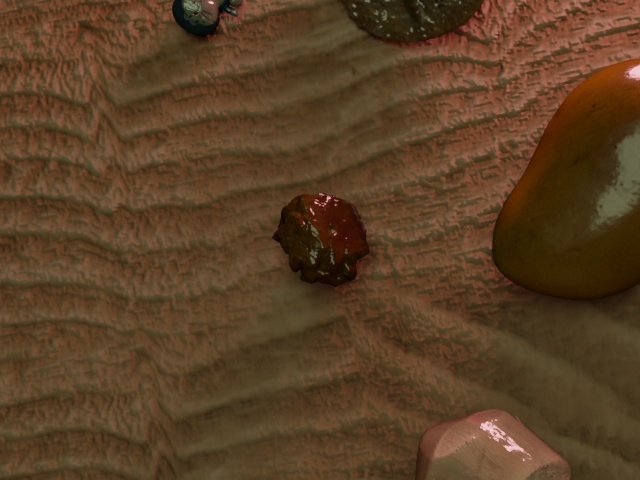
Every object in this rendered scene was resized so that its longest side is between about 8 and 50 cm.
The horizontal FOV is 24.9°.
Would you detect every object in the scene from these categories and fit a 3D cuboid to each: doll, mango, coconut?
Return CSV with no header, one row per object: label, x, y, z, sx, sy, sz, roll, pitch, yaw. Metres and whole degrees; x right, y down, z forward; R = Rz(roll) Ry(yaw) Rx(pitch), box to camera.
doll,-0.143,-0.295,1.818,0.076,0.050,0.083,41,79,-4
mango,0.332,-0.063,1.651,0.211,0.173,0.317,40,87,14
coconut,0.179,0.269,1.575,0.171,0.171,0.183,-46,53,-8

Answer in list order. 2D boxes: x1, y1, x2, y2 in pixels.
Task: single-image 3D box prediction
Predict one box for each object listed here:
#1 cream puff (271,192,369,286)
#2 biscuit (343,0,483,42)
cream puff,0.000,0.000,1.689,0.116,0.094,0.122,49,51,-6
biscuit,0.110,-0.346,1.773,0.220,0.033,0.219,5,102,22
